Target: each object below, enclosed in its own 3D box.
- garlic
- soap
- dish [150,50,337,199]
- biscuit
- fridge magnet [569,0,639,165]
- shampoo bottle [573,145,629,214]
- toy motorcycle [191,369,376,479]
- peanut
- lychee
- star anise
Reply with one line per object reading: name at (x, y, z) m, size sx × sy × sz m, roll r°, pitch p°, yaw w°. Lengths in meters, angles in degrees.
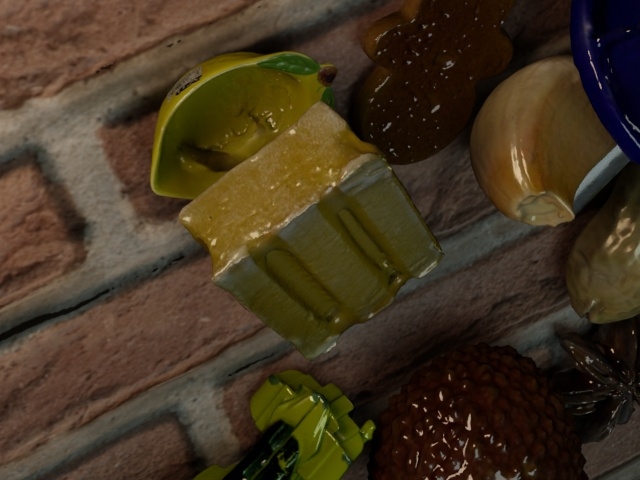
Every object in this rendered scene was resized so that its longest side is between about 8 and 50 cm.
garlic at (0.256, -0.114, 1.412) m, size 0.245 × 0.164 × 0.145 m, roll -36°, pitch 160°, yaw -32°
soap at (0.000, 0.000, 1.343) m, size 0.199 × 0.091 × 0.315 m, roll -39°, pitch 154°, yaw 2°
dish at (-0.084, -0.124, 1.273) m, size 0.207 × 0.080 × 0.149 m, roll -33°, pitch 134°, yaw -1°
biscuit at (0.113, -0.182, 1.367) m, size 0.179 × 0.039 × 0.236 m, roll 2°, pitch 124°, yaw -33°
fridge magnet at (0.360, -0.189, 1.371) m, size 0.265 × 0.266 × 0.112 m, roll 15°, pitch 157°, yaw -37°
shampoo bottle at (0.339, -0.122, 1.520) m, size 0.214 × 0.072 × 0.072 m, roll -46°, pitch 133°, yaw 10°
toy motorcycle at (-0.094, 0.300, 1.560) m, size 0.342 × 0.142 × 0.206 m, roll -48°, pitch 171°, yaw 11°
peanut at (0.389, -0.021, 1.592) m, size 0.130 × 0.130 × 0.290 m, roll 11°, pitch 121°, yaw -35°
lychee at (0.190, 0.275, 1.609) m, size 0.275 × 0.275 × 0.304 m, roll 4°, pitch 91°, yaw -32°
star anise at (0.382, 0.182, 1.771) m, size 0.236 × 0.093 × 0.229 m, roll 17°, pitch 110°, yaw -41°
